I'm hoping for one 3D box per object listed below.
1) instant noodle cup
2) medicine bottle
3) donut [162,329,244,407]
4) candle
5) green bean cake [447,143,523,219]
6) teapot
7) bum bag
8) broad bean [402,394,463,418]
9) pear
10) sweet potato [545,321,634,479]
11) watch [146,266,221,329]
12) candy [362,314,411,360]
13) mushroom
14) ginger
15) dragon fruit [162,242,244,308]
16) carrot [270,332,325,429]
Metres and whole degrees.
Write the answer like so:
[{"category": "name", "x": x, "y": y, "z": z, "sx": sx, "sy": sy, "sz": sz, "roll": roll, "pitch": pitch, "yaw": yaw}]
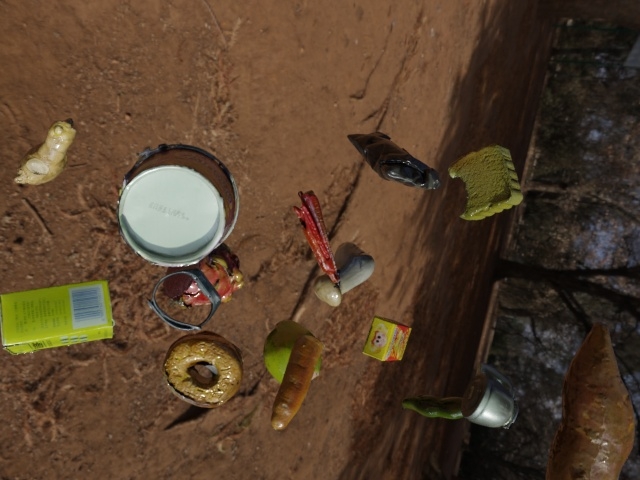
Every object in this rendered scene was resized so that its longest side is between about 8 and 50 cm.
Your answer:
[{"category": "instant noodle cup", "x": -0.380, "y": -0.083, "z": 1.177, "sx": 0.266, "sy": 0.339, "sz": 0.340, "roll": -129, "pitch": -134, "yaw": -73}, {"category": "medicine bottle", "x": -0.674, "y": 0.197, "z": 1.163, "sx": 0.137, "sy": 0.250, "sz": 0.141, "roll": -36, "pitch": -116, "yaw": 59}, {"category": "donut", "x": -0.462, "y": 0.513, "z": 1.784, "sx": 0.150, "sy": 0.317, "sz": 0.299, "roll": 148, "pitch": -66, "yaw": -79}, {"category": "candle", "x": 0.000, "y": 0.000, "z": 1.270, "sx": 0.059, "sy": 0.084, "sz": 0.302, "roll": -33, "pitch": 106, "yaw": -39}, {"category": "green bean cake", "x": 0.603, "y": -0.209, "z": 1.647, "sx": 0.124, "sy": 0.233, "sz": 0.236, "roll": 3, "pitch": 71, "yaw": -41}, {"category": "teapot", "x": 0.390, "y": 0.368, "z": 1.031, "sx": 0.111, "sy": 0.108, "sz": 0.149, "roll": -62, "pitch": 176, "yaw": 12}, {"category": "bum bag", "x": 0.179, "y": -0.212, "z": 1.176, "sx": 0.340, "sy": 0.144, "sz": 0.095, "roll": -120, "pitch": -140, "yaw": -53}, {"category": "broad bean", "x": 0.330, "y": 0.428, "z": 1.156, "sx": 0.043, "sy": 0.297, "sz": 0.060, "roll": 24, "pitch": 59, "yaw": -41}, {"category": "pear", "x": -0.097, "y": 0.362, "z": 1.462, "sx": 0.187, "sy": 0.220, "sz": 0.187, "roll": -25, "pitch": 155, "yaw": -13}, {"category": "sweet potato", "x": 0.526, "y": 0.326, "z": 0.853, "sx": 0.131, "sy": 0.131, "sz": 0.337, "roll": 11, "pitch": 91, "yaw": -71}, {"category": "watch", "x": -0.431, "y": 0.194, "z": 1.438, "sx": 0.193, "sy": 0.206, "sz": 0.068, "roll": -36, "pitch": -176, "yaw": -21}, {"category": "candy", "x": 0.255, "y": 0.372, "z": 1.696, "sx": 0.276, "sy": 0.088, "sz": 0.146, "roll": 32, "pitch": 78, "yaw": -62}, {"category": "mushroom", "x": 0.073, "y": 0.112, "z": 1.540, "sx": 0.328, "sy": 0.159, "sz": 0.122, "roll": -37, "pitch": 137, "yaw": -54}, {"category": "ginger", "x": -0.511, "y": -0.167, "z": 0.858, "sx": 0.165, "sy": 0.067, "sz": 0.096, "roll": -40, "pitch": -164, "yaw": 14}, {"category": "dragon fruit", "x": -0.428, "y": 0.134, "z": 1.780, "sx": 0.263, "sy": 0.296, "sz": 0.314, "roll": 31, "pitch": 93, "yaw": -38}, {"category": "carrot", "x": -0.036, "y": 0.211, "z": 0.665, "sx": 0.048, "sy": 0.048, "sz": 0.139, "roll": 70, "pitch": 36, "yaw": -56}]
